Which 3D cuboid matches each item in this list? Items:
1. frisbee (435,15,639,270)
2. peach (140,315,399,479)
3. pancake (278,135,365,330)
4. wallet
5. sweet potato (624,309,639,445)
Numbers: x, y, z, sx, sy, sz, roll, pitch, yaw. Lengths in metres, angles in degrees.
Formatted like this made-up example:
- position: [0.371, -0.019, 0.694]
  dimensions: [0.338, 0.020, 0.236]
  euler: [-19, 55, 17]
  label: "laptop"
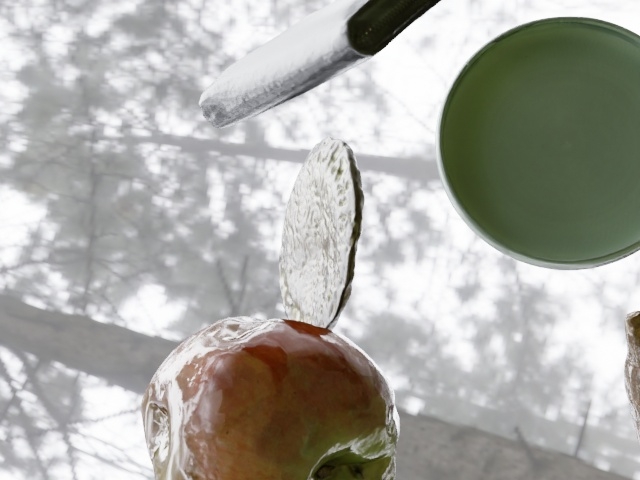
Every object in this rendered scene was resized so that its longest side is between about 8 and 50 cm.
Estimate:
- position: [0.103, -0.041, 0.597]
  dimensions: [0.014, 0.110, 0.110]
  euler: [64, -132, -75]
  label: "frisbee"
- position: [-0.053, 0.164, 1.185]
  dimensions: [0.214, 0.235, 0.214]
  euler: [-7, -78, -37]
  label: "peach"
- position: [-0.001, 0.000, 1.309]
  dimensions: [0.021, 0.199, 0.199]
  euler: [5, -86, -20]
  label: "pancake"
- position: [0.010, -0.153, 1.048]
  dimensions: [0.149, 0.250, 0.044]
  euler: [-42, -78, -26]
  label: "wallet"
- position: [0.387, 0.194, 1.586]
  dimensions: [0.097, 0.097, 0.292]
  euler: [-39, -68, -27]
  label: "sweet potato"
